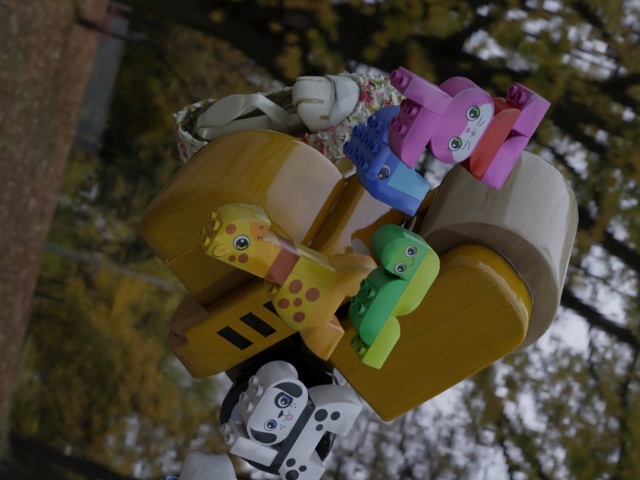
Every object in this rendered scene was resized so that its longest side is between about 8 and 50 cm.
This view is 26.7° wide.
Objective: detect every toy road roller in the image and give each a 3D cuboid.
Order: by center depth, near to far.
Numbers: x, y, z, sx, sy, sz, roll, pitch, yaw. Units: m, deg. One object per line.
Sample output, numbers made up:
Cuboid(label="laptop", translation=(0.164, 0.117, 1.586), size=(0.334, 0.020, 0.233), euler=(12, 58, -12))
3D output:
Cuboid(label="toy road roller", translation=(0.012, 0.007, 1.056), size=(0.329, 0.241, 0.202), euler=(-31, -164, 29))

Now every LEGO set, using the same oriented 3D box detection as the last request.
Cuboid(label="LEGO set", translation=(0.000, 0.000, 0.657), size=(0.227, 0.093, 0.087), euler=(-60, -154, 12))

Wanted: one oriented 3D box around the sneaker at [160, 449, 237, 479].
Cuboid(label="sneaker", translation=(-0.128, 0.277, 1.142), size=(0.297, 0.111, 0.129), euler=(-43, -132, 43))

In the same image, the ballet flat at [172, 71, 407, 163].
Cuboid(label="ballet flat", translation=(-0.030, -0.111, 1.242), size=(0.240, 0.077, 0.091), euler=(-13, -125, 19))
